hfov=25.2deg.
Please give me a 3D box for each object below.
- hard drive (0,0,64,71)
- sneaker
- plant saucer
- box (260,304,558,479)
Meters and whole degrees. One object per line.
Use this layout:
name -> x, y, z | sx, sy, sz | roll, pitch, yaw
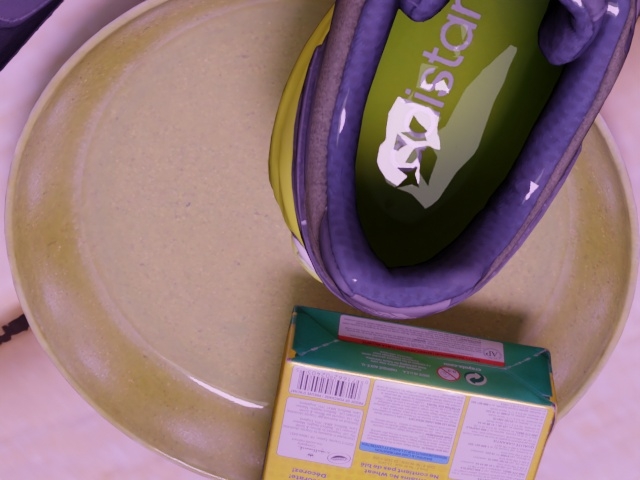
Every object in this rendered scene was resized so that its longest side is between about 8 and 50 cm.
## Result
hard drive -> -0.212, -0.125, 0.460 | 0.254, 0.054, 0.172 | 38, 139, -18
sneaker -> 0.065, -0.107, 0.409 | 0.111, 0.121, 0.300 | 14, 103, -5
plant saucer -> 0.000, 0.000, 0.556 | 0.240, 0.037, 0.241 | 2, 122, 3
box -> 0.024, 0.116, 0.580 | 0.105, 0.043, 0.179 | 11, 120, -2
